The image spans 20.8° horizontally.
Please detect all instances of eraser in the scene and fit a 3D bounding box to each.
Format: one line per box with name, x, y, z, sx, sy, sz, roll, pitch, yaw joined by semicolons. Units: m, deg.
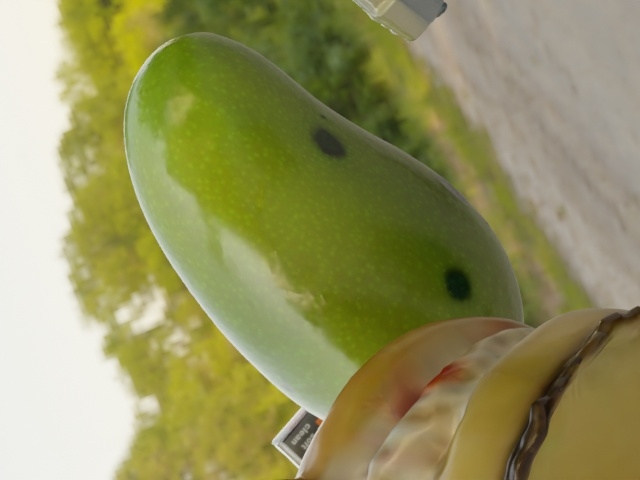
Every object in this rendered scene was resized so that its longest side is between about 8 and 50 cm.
eraser;0.021;0.127;1.333;0.052;0.122;0.029;45;167;-9

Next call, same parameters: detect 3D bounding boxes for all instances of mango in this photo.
mango;0.000;0.000;1.033;0.293;0.143;0.175;45;-135;-13

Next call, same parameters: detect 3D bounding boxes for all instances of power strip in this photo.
power strip;0.028;-0.133;0.886;0.056;0.032;0.123;43;-172;9

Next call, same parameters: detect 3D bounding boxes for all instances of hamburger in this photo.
hamburger;0.088;0.166;0.850;0.302;0.186;0.261;-20;-78;-48
